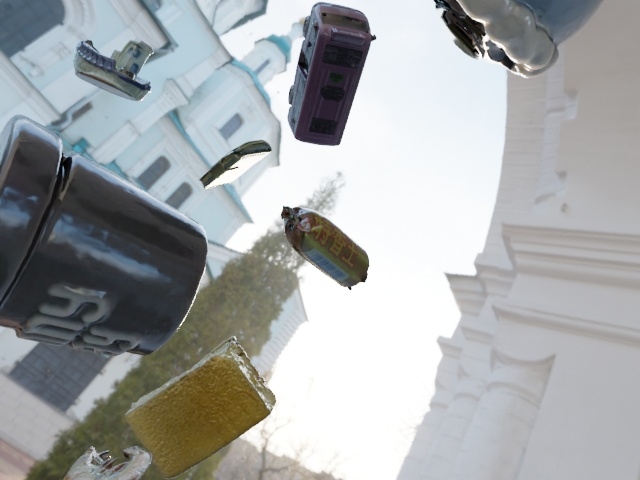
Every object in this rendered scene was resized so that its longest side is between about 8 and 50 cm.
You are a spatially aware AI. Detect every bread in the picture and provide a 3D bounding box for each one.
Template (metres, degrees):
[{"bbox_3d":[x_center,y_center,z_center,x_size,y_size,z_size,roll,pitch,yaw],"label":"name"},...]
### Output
[{"bbox_3d":[-0.257,0.362,1.066,0.184,0.275,0.114,55,1,0],"label":"bread"}]

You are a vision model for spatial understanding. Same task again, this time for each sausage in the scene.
[{"bbox_3d":[0.000,-0.002,1.197,0.117,0.125,0.317,-27,-43,21],"label":"sausage"}]

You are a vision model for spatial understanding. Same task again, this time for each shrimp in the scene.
[{"bbox_3d":[-0.330,0.364,0.763,0.188,0.133,0.051,-174,-101,-66],"label":"shrimp"}]

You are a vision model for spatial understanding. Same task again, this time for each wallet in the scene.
[{"bbox_3d":[-0.195,-0.172,1.103,0.155,0.110,0.039,-30,-91,37],"label":"wallet"}]

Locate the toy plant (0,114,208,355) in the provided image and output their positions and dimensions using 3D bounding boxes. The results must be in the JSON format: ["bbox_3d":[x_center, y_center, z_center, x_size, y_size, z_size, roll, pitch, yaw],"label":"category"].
[{"bbox_3d":[-0.295,-0.023,0.387,0.401,0.185,0.279,27,9,-34],"label":"toy plant"}]

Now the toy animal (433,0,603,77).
[{"bbox_3d":[0.197,-0.262,0.441,0.156,0.208,0.204,43,-69,11],"label":"toy animal"}]

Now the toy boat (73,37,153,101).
[{"bbox_3d":[-0.428,-0.371,1.026,0.262,0.115,0.114,24,0,29],"label":"toy boat"}]

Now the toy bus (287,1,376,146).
[{"bbox_3d":[0.012,-0.226,0.683,0.087,0.098,0.178,6,-51,-15],"label":"toy bus"}]
